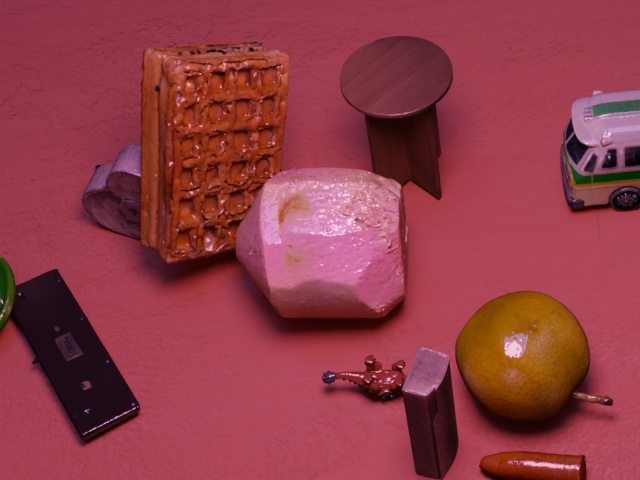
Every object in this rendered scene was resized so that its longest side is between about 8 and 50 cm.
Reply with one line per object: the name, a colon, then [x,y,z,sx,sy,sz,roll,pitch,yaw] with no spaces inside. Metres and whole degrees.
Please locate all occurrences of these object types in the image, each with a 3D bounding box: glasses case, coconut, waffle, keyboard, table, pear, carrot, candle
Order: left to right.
keyboard: [-0.373,0.166,2.096,0.106,0.027,0.317,-26,51,-15]
candle: [-0.272,-0.062,2.196,0.168,0.192,0.068,37,56,-17]
waffle: [-0.156,-0.131,2.089,0.212,0.308,0.091,-9,24,-35]
coconut: [0.000,0.000,2.036,0.245,0.233,0.233,-1,51,6]
table: [0.125,-0.169,2.145,0.167,0.227,0.167,-5,49,6]
glasses case: [0.145,0.226,1.829,0.047,0.205,0.071,13,54,19]
carrot: [0.275,0.296,1.850,0.139,0.048,0.048,3,51,16]
pear: [0.287,0.170,1.893,0.216,0.166,0.180,39,51,10]

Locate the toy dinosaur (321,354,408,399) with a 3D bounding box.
toy dinosaur: [0.078,0.192,1.967,0.154,0.055,0.049,5,54,4]

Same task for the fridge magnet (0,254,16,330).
fridge magnet: [-0.559,0.094,2.146,0.208,0.088,0.208,-11,53,15]

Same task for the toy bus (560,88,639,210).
toy bus: [0.495,-0.146,2.097,0.276,0.165,0.134,-5,49,6]
